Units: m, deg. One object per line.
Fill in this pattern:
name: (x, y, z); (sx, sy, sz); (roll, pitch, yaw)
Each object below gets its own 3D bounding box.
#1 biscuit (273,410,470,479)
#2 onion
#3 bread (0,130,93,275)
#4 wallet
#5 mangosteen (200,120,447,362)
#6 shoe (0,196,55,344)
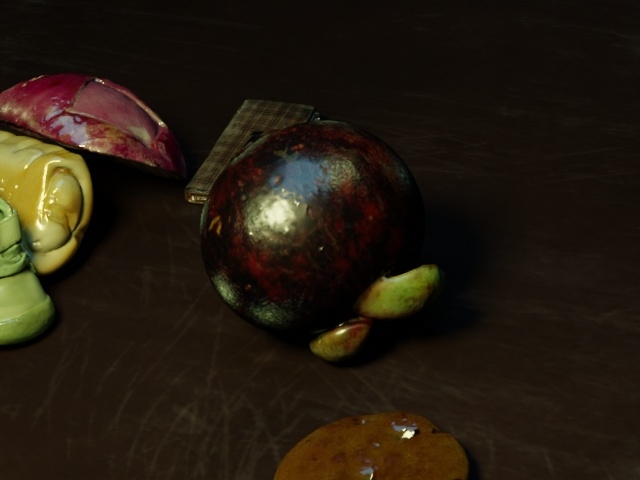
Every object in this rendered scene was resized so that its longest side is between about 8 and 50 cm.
biscuit: (0.052, 0.251, 1.874); (0.212, 0.036, 0.212); (-6, 33, 4)
onion: (-0.290, -0.163, 2.392); (0.247, 0.111, 0.250); (16, -3, 33)
bread: (-0.434, -0.061, 2.342); (0.311, 0.121, 0.173); (17, 85, 32)
wallet: (-0.093, -0.122, 2.463); (0.124, 0.042, 0.230); (5, 36, 20)
mangosteen: (0.000, 0.000, 2.079); (0.288, 0.288, 0.288); (-5, 33, 4)
shoe: (-0.434, 0.014, 2.173); (0.140, 0.128, 0.262); (-32, 73, -35)
